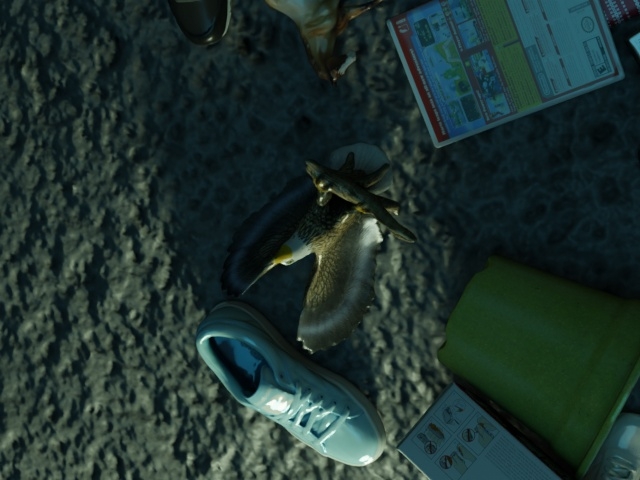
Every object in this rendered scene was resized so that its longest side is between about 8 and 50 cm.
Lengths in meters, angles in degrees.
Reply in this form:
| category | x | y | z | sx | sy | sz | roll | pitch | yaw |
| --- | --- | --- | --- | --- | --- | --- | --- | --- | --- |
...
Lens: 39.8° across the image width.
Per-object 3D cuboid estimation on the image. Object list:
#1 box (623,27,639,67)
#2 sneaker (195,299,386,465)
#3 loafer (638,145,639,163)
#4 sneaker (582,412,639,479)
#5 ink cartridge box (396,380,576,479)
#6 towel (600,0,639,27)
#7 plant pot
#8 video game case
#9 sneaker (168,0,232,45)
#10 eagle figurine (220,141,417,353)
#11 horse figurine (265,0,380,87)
| category | x | y | z | sx | sy | sz | roll | pitch | yaw |
| --- | --- | --- | --- | --- | --- | --- | --- | --- | --- |
| box | 0.520 | -0.276 | 1.161 | 0.203 | 0.103 | 0.114 | -31 | 93 | 19 |
| sneaker | -0.060 | 0.251 | 1.415 | 0.365 | 0.150 | 0.135 | 37 | 110 | 5 |
| loafer | 0.587 | -0.091 | 1.188 | 0.302 | 0.095 | 0.109 | 10 | 105 | 13 |
| sneaker | 0.437 | 0.372 | 1.336 | 0.090 | 0.095 | 0.235 | 23 | 106 | 11 |
| ink cartridge box | 0.293 | 0.364 | 1.259 | 0.309 | 0.272 | 0.130 | 41 | 92 | 28 |
| towel | 0.464 | -0.432 | 1.181 | 0.274 | 0.031 | 0.199 | -26 | 97 | 21 |
| plant pot | 0.315 | 0.154 | 1.251 | 0.253 | 0.276 | 0.276 | 27 | 108 | 20 |
| video game case | 0.260 | -0.275 | 1.260 | 0.285 | 0.025 | 0.204 | -19 | 100 | 22 |
| sneaker | -0.213 | -0.432 | 1.316 | 0.107 | 0.124 | 0.284 | -6 | 101 | 17 |
| eagle figurine | -0.009 | 0.002 | 1.351 | 0.298 | 0.225 | 0.226 | 118 | 143 | -47 |
| horse figurine | -0.018 | -0.376 | 1.308 | 0.263 | 0.066 | 0.174 | 42 | 103 | 1 |
